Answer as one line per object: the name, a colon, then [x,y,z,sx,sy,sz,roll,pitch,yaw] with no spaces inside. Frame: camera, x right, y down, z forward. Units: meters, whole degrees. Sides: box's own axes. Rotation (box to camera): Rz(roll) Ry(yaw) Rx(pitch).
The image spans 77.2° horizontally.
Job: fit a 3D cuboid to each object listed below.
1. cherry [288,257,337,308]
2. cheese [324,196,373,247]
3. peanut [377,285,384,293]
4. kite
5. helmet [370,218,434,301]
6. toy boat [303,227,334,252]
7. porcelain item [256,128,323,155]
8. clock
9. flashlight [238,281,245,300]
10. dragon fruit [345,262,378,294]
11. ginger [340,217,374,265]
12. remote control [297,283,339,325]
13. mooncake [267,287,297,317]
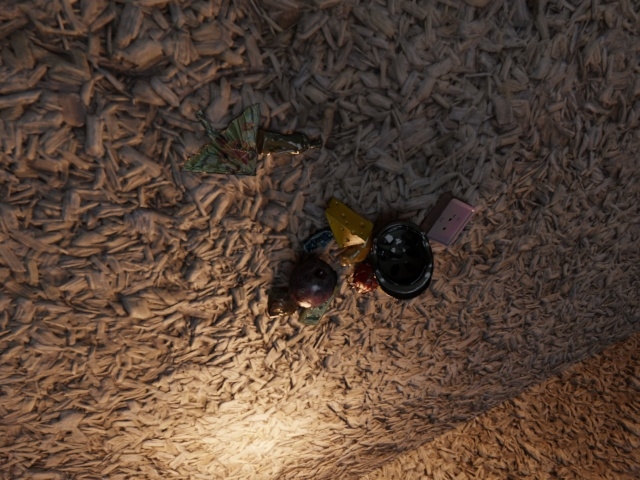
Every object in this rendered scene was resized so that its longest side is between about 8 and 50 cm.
cherry: [-0.030,0.157,1.507,0.195,0.195,0.194,-9,125,-13]
cheese: [0.082,-0.071,1.445,0.126,0.093,0.171,-16,124,42]
peanut: [0.332,0.138,1.682,0.098,0.103,0.229,34,109,-31]
kite: [-0.285,-0.292,1.237,0.323,0.013,0.268,-40,127,7]
helmet: [0.306,0.066,1.543,0.225,0.177,0.304,-4,97,5]
toy boat: [0.000,0.000,1.500,0.137,0.060,0.060,-30,127,1]
porcelain item: [-0.090,-0.303,1.268,0.216,0.069,0.081,-3,121,-27]
clock: [0.510,-0.081,1.622,0.150,0.063,0.197,18,114,-28]
flashlight: [-0.305,0.195,1.550,0.019,0.018,0.083,-8,124,-13]
dragon fruit: [0.185,0.155,1.642,0.121,0.130,0.141,-22,134,-47]
ginger: [0.162,0.017,1.558,0.115,0.081,0.205,21,110,-25]
remote control: [-0.008,0.263,1.688,0.098,0.038,0.233,15,117,-26]
mooncake: [-0.145,0.255,1.614,0.125,0.073,0.129,4,122,-24]
